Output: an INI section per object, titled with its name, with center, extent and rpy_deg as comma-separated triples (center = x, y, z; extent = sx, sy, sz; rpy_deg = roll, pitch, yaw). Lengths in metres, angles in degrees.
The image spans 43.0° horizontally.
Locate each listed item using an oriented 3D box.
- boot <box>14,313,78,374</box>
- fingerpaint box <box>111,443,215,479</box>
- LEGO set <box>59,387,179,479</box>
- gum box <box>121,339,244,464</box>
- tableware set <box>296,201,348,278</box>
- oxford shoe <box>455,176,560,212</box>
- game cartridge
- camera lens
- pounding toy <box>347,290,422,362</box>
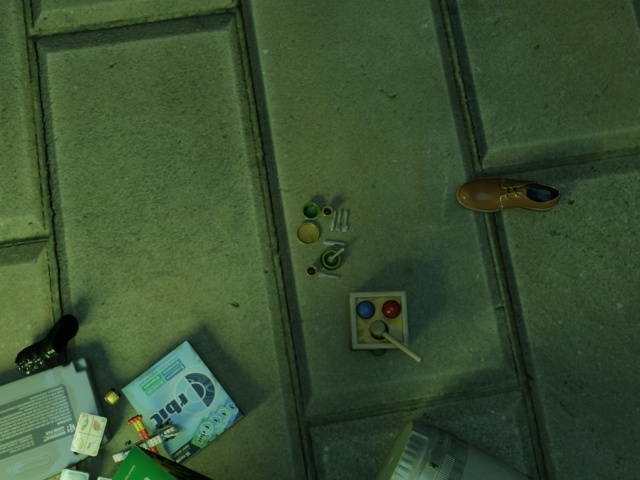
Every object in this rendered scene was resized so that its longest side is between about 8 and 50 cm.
[boot]
center = -0.528, 0.200, 1.566
extent = 0.099, 0.121, 0.045
rpy_deg = -27, 115, 20
[fingerpaint box]
center = -0.262, 0.614, 1.337
extent = 0.163, 0.371, 0.444
rpy_deg = 19, 74, 47
[LEGO set]
center = -0.370, 0.400, 1.490
extent = 0.183, 0.060, 0.244
rpy_deg = 16, 94, -10
[gum box]
center = -0.263, 0.312, 1.563
extent = 0.157, 0.041, 0.184
rpy_deg = -37, 83, -9
[tableware set]
center = 0.000, 0.000, 1.648
extent = 0.104, 0.024, 0.154
rpy_deg = 8, 78, 0
[oxford shoe]
center = 0.384, -0.099, 1.658
extent = 0.213, 0.076, 0.076
rpy_deg = 0, 80, -1
[game cartridge]
center = -0.557, 0.361, 1.538
extent = 0.294, 0.060, 0.196
rpy_deg = -18, 76, -6
[camera lens]
center = 0.241, 0.475, 1.457
extent = 0.274, 0.219, 0.219
rpy_deg = 28, 79, 4
[pounding toy]
center = 0.123, 0.170, 1.577
extent = 0.130, 0.100, 0.141
rpy_deg = -2, 78, -2
